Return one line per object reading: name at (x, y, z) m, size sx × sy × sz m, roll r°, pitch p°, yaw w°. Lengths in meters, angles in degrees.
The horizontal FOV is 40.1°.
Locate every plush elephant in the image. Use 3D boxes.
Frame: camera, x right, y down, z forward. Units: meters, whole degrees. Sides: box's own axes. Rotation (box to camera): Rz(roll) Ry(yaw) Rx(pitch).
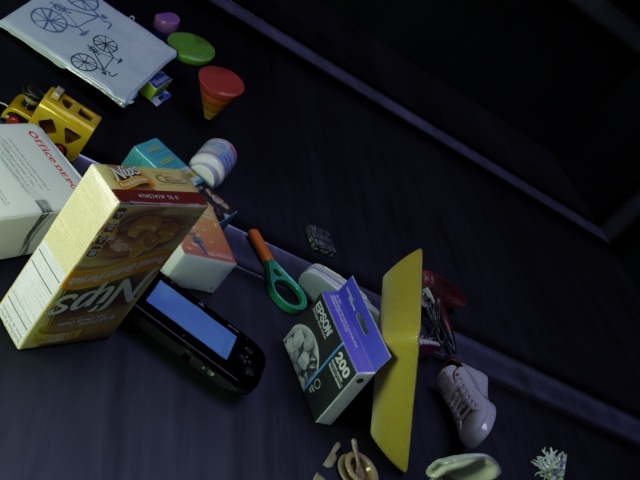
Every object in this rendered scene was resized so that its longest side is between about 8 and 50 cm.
plush elephant at (0.284, 0.498, 1.549) m, size 0.272 × 0.255 × 0.330 m, roll 69°, pitch 33°, yaw -55°

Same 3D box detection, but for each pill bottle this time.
pill bottle at (-0.251, -0.169, 2.001) m, size 0.087 × 0.087 × 0.160 m, roll 37°, pitch 27°, yaw -8°

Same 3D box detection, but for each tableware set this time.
tableware set at (0.057, 0.432, 1.545) m, size 0.128 × 0.039 × 0.194 m, roll 42°, pitch 26°, yaw 1°

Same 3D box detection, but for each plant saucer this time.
plant saucer at (0.151, 0.230, 1.753) m, size 0.081 × 0.332 × 0.333 m, roll 4°, pitch 28°, yaw 5°

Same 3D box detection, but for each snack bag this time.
snack bag at (-0.533, -0.473, 2.077) m, size 0.342 × 0.037 × 0.323 m, roll 33°, pitch 37°, yaw -6°

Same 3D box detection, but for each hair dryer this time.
hair dryer at (0.293, 0.180, 2.242) m, size 0.293 × 0.080 × 0.223 m, roll -25°, pitch 84°, yaw -56°

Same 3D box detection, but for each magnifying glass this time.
magnifying glass at (-0.100, 0.066, 1.914) m, size 0.092 × 0.026 × 0.231 m, roll 8°, pitch 40°, yaw -48°

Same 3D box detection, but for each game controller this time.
game controller at (-0.234, 0.149, 1.562) m, size 0.319 × 0.067 × 0.166 m, roll 38°, pitch 26°, yaw -7°

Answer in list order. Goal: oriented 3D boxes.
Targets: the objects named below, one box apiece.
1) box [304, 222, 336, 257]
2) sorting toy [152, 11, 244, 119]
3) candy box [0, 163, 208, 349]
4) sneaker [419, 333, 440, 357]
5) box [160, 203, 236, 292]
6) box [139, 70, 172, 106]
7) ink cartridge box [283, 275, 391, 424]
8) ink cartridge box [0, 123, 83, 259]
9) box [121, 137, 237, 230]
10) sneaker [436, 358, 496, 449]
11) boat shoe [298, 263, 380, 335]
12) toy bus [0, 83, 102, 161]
box at (0.000, 0.000, 2.154) m, size 0.067 × 0.018 × 0.083 m, roll 22°, pitch 32°, yaw -34°
sorting toy at (-0.339, -0.443, 2.284) m, size 0.127 × 0.126 × 0.365 m, roll -14°, pitch 54°, yaw -41°
candy box at (-0.332, 0.027, 1.333) m, size 0.183 × 0.316 × 0.087 m, roll -1°, pitch 47°, yaw -54°
sneaker at (0.208, 0.225, 2.037) m, size 0.170 × 0.063 × 0.074 m, roll 11°, pitch 45°, yaw -37°
box at (-0.262, 0.005, 1.717) m, size 0.130 × 0.091 × 0.170 m, roll 14°, pitch 37°, yaw -43°
box at (-0.448, -0.413, 2.165) m, size 0.178 × 0.042 × 0.109 m, roll 38°, pitch 27°, yaw -5°
ink cartridge box at (0.025, 0.204, 1.662) m, size 0.045 × 0.208 × 0.206 m, roll 14°, pitch 37°, yaw -37°
ink cartridge box at (-0.543, -0.079, 1.435) m, size 0.211 × 0.121 × 0.289 m, roll 49°, pitch 27°, yaw 16°
box at (-0.301, -0.109, 1.874) m, size 0.244 × 0.060 × 0.100 m, roll 42°, pitch 26°, yaw 3°
sneaker at (0.308, 0.355, 1.943) m, size 0.123 × 0.106 × 0.290 m, roll 34°, pitch 16°, yaw -6°
boat shoe at (0.071, 0.140, 1.950) m, size 0.258 × 0.095 × 0.084 m, roll 42°, pitch 30°, yaw 0°
toy bus at (-0.534, -0.253, 1.733) m, size 0.202 × 0.104 × 0.191 m, roll -1°, pitch 48°, yaw -54°
